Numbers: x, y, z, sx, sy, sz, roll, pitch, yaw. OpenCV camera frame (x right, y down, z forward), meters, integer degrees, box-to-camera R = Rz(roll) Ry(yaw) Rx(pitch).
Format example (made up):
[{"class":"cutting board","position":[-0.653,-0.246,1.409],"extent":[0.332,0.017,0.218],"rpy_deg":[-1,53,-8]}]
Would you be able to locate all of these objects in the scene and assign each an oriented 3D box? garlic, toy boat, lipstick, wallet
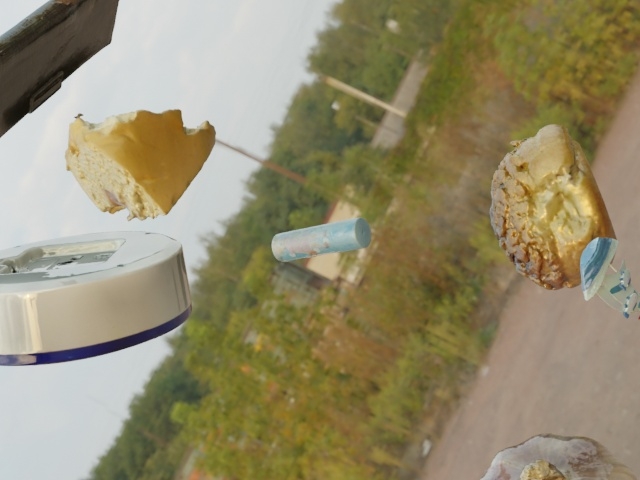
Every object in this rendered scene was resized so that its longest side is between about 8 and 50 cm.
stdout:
[{"class":"garlic","position":[0.320,0.361,1.446],"extent":[0.245,0.245,0.253],"rpy_deg":[-63,-37,-26]},{"class":"toy boat","position":[0.420,0.068,1.492],"extent":[0.105,0.149,0.034],"rpy_deg":[-32,12,-30]},{"class":"lipstick","position":[0.000,0.000,1.574],"extent":[0.158,0.048,0.048],"rpy_deg":[-11,35,35]},{"class":"wallet","position":[-0.372,-0.244,1.359],"extent":[0.317,0.044,0.169],"rpy_deg":[-53,-6,-38]}]

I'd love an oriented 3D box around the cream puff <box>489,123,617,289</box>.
[{"class":"cream puff","position":[0.469,-0.060,2.135],"extent":[0.327,0.231,0.343],"rpy_deg":[-91,-23,-48]}]

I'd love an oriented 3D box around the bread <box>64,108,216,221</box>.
[{"class":"bread","position":[-0.321,-0.162,1.777],"extent":[0.184,0.211,0.224],"rpy_deg":[-23,24,46]}]

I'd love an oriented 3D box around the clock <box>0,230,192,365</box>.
[{"class":"clock","position":[-0.245,0.050,1.010],"extent":[0.230,0.231,0.083],"rpy_deg":[-54,-43,-75]}]
